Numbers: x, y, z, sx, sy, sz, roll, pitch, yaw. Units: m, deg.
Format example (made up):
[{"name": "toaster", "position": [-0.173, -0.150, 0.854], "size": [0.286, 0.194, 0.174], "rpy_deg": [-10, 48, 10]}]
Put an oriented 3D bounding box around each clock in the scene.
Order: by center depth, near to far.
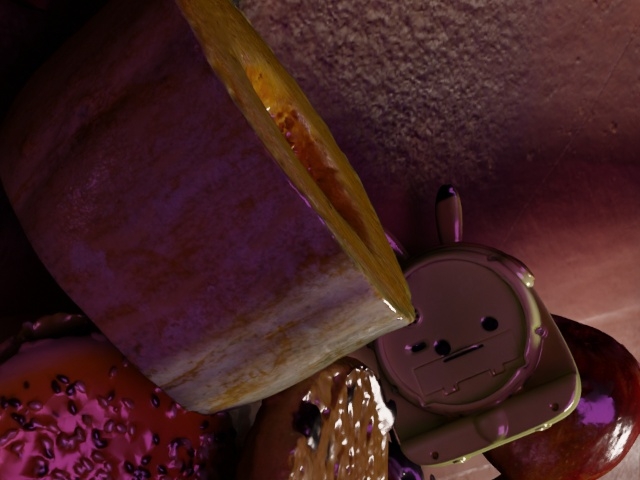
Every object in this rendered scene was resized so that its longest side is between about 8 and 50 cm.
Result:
[{"name": "clock", "position": [0.117, 0.074, 1.710], "size": [0.170, 0.069, 0.232], "rpy_deg": [-24, 80, 9]}]

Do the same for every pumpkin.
[{"name": "pumpkin", "position": [-0.095, -0.035, 1.434], "size": [0.199, 0.332, 0.332], "rpy_deg": [-29, 124, 9]}]

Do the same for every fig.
[{"name": "fig", "position": [0.208, 0.176, 1.811], "size": [0.175, 0.175, 0.207], "rpy_deg": [6, 109, -38]}]

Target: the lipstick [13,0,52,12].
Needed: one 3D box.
[{"name": "lipstick", "position": [-0.160, -0.344, 1.452], "size": [0.057, 0.057, 0.356], "rpy_deg": [24, 86, -38]}]

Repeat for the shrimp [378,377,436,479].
[{"name": "shrimp", "position": [0.080, 0.293, 1.730], "size": [0.116, 0.145, 0.343], "rpy_deg": [-18, 78, -9]}]

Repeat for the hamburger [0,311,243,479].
[{"name": "hamburger", "position": [-0.197, 0.190, 1.493], "size": [0.300, 0.176, 0.300], "rpy_deg": [-12, 111, -34]}]

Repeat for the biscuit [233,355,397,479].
[{"name": "biscuit", "position": [-0.015, 0.225, 1.546], "size": [0.296, 0.075, 0.295], "rpy_deg": [6, 90, -70]}]
